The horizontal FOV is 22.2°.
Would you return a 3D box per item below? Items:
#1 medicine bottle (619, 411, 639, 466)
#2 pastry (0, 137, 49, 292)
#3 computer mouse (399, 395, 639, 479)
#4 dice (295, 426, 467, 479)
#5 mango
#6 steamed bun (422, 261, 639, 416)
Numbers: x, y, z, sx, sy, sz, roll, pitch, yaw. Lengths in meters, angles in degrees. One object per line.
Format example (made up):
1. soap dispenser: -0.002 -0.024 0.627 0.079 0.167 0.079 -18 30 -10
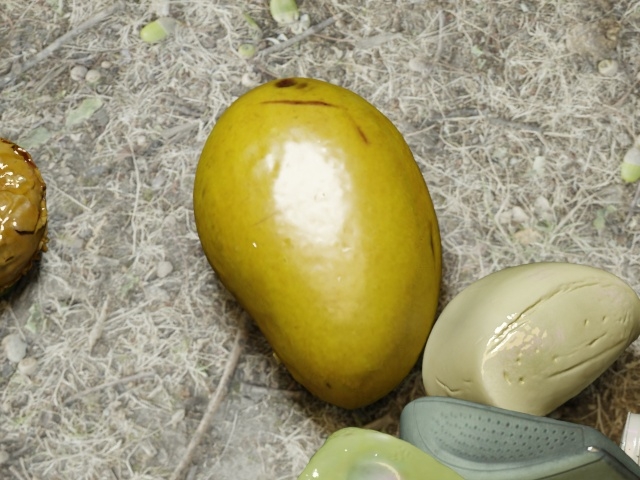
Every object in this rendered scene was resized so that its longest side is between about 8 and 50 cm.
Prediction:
1. medicine bottle: 0.503 0.280 1.867 0.324 0.124 0.179 9 19 13
2. pastry: -0.512 -0.017 2.150 0.310 0.162 0.255 -12 50 -12
3. computer mouse: 0.227 0.274 1.837 0.371 0.188 0.122 2 56 45
4. dice: 0.051 0.381 1.792 0.254 0.252 0.250 32 59 7
5. mango: 0.000 0.000 2.052 0.301 0.220 0.445 -11 64 -4
6. steamed bun: 0.247 0.114 1.954 0.250 0.200 0.155 -37 99 -22
